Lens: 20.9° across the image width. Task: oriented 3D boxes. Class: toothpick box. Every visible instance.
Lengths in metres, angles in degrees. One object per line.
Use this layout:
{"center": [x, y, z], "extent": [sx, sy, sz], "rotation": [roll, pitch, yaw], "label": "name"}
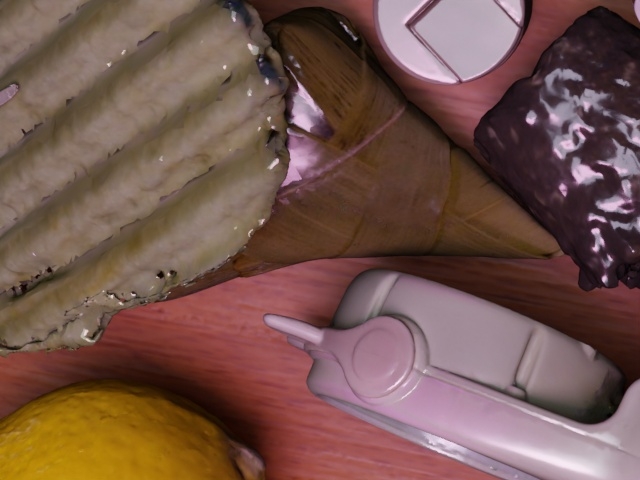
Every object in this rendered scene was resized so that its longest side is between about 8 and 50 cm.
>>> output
{"center": [0.103, -0.177, 1.308], "extent": [0.111, 0.181, 0.111], "rotation": [1, 99, 9], "label": "toothpick box"}

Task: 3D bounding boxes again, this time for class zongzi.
{"center": [0.000, 0.000, 1.383], "extent": [0.300, 0.145, 0.274], "rotation": [41, 112, -7], "label": "zongzi"}

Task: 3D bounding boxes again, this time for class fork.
{"center": [-0.272, -0.094, 1.344], "extent": [0.115, 0.012, 0.016], "rotation": [-27, 86, 29], "label": "fork"}

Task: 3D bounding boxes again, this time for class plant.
{"center": [0.275, -0.019, 1.311], "extent": [0.181, 0.194, 0.321], "rotation": [-45, 83, 13], "label": "plant"}

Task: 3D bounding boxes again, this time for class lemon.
{"center": [-0.176, 0.245, 1.379], "extent": [0.293, 0.293, 0.293], "rotation": [1, 99, 9], "label": "lemon"}

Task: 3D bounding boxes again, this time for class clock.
{"center": [0.118, 0.111, 1.317], "extent": [0.324, 0.265, 0.109], "rotation": [22, 83, 10], "label": "clock"}

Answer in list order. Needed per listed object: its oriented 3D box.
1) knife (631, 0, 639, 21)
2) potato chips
{"center": [0.237, -0.170, 1.259], "extent": [0.022, 0.256, 0.046], "rotation": [-7, 125, 0], "label": "knife"}
{"center": [-0.213, -0.101, 1.350], "extent": [0.429, 0.070, 0.358], "rotation": [-31, 79, 32], "label": "potato chips"}
